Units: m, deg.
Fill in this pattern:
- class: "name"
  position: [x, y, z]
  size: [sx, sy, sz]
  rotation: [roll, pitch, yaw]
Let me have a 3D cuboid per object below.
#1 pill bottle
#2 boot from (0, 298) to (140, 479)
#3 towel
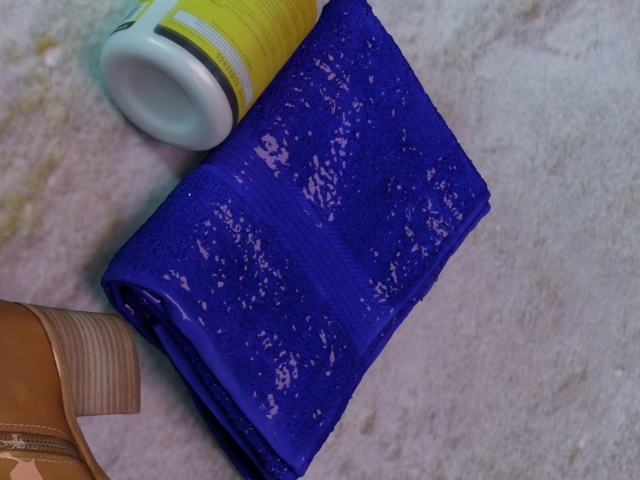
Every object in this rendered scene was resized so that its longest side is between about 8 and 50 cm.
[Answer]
- class: "pill bottle"
  position: [-0.062, -0.156, 1.218]
  size: [0.103, 0.103, 0.184]
  rotation: [53, 56, -26]
- class: "boot"
  position: [-0.199, 0.174, 1.061]
  size: [0.220, 0.109, 0.283]
  rotation: [0, 85, -44]
- class: "towel"
  position: [0.000, 0.000, 1.269]
  size: [0.308, 0.076, 0.227]
  rotation: [-55, 128, -30]
